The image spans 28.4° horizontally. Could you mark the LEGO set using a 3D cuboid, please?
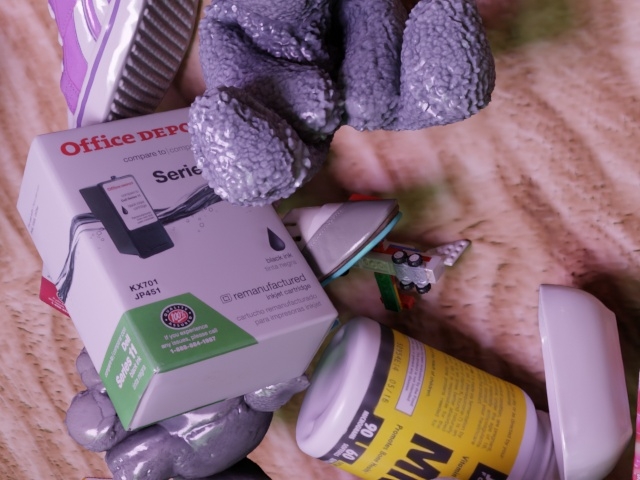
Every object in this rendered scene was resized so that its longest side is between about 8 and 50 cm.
[{"bbox_3d":[0.000,0.000,1.034,0.244,0.060,0.182,42,145,-4],"label":"LEGO set"}]

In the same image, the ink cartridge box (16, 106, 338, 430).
[{"bbox_3d":[-0.108,0.012,0.911,0.208,0.153,0.087,57,144,24],"label":"ink cartridge box"}]

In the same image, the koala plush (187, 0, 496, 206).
[{"bbox_3d":[-0.024,-0.166,0.818,0.196,0.203,0.221,-24,106,-3],"label":"koala plush"}]

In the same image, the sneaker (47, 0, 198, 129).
[{"bbox_3d":[-0.175,-0.203,0.931,0.161,0.102,0.282,27,123,14],"label":"sneaker"}]

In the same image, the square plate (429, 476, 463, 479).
[{"bbox_3d":[0.120,0.290,1.048,0.344,0.049,0.347,26,141,-26],"label":"square plate"}]

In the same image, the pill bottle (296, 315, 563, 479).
[{"bbox_3d":[0.097,0.153,1.010,0.209,0.119,0.119,25,134,-11],"label":"pill bottle"}]

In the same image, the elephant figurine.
[{"bbox_3d":[-0.099,0.146,1.075,0.186,0.169,0.239,40,175,24],"label":"elephant figurine"}]

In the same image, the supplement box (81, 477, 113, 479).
[{"bbox_3d":[-0.216,0.291,1.364,0.098,0.036,0.062,-3,122,31],"label":"supplement box"}]

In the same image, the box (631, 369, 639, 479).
[{"bbox_3d":[0.353,0.123,0.864,0.257,0.122,0.128,10,129,22],"label":"box"}]

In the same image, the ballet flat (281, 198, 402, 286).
[{"bbox_3d":[-0.016,0.013,0.960,0.068,0.072,0.213,43,142,0],"label":"ballet flat"}]

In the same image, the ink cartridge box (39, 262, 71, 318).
[{"bbox_3d":[-0.165,0.012,1.080,0.127,0.072,0.175,30,143,6],"label":"ink cartridge box"}]

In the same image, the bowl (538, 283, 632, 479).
[{"bbox_3d":[0.192,0.107,0.920,0.053,0.142,0.142,-6,161,8],"label":"bowl"}]
